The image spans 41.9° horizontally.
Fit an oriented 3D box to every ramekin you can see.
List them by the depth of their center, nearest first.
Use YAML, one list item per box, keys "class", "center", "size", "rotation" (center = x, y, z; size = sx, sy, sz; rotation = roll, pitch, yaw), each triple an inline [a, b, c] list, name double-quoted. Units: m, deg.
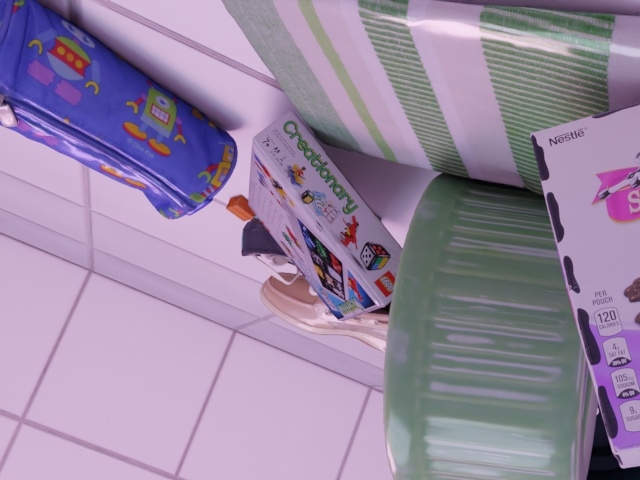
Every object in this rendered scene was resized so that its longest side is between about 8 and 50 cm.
- class: "ramekin"
  center: [0.173, 0.093, 0.757]
  size: [0.148, 0.303, 0.303]
  rotation: [5, 161, 22]

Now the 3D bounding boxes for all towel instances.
- class: "towel"
  center: [0.107, -0.108, 0.628]
  size: [0.324, 0.038, 0.248]
  rotation: [16, 164, 26]

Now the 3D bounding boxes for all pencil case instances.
- class: "pencil case"
  center: [-0.226, -0.127, 0.847]
  size: [0.119, 0.133, 0.306]
  rotation: [-31, 136, 30]

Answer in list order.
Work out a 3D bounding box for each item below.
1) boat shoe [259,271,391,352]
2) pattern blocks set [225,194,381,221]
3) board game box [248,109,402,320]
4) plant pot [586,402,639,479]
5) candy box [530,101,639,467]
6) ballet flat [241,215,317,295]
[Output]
- class: "boat shoe"
  center: [0.045, 0.103, 1.394]
  size: [0.302, 0.109, 0.098]
  rotation: [19, 126, 12]
- class: "pattern blocks set"
  center: [0.000, 0.000, 1.196]
  size: [0.285, 0.026, 0.325]
  rotation: [17, 165, 16]
- class: "board game box"
  center: [-0.001, -0.008, 0.890]
  size: [0.193, 0.053, 0.305]
  rotation: [52, 170, 2]
- class: "plant pot"
  center: [0.344, 0.228, 1.109]
  size: [0.271, 0.272, 0.255]
  rotation: [14, 177, 27]
- class: "candy box"
  center: [0.222, 0.011, 0.467]
  size: [0.164, 0.196, 0.070]
  rotation: [-16, 152, 17]
- class: "ballet flat"
  center: [-0.019, 0.036, 1.155]
  size: [0.203, 0.074, 0.074]
  rotation: [23, 166, -8]
